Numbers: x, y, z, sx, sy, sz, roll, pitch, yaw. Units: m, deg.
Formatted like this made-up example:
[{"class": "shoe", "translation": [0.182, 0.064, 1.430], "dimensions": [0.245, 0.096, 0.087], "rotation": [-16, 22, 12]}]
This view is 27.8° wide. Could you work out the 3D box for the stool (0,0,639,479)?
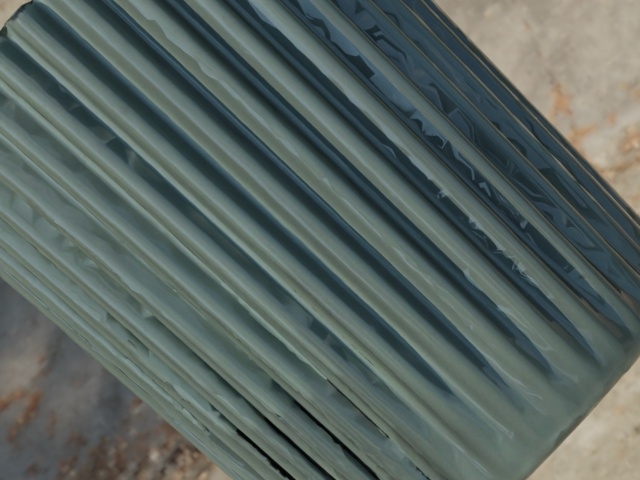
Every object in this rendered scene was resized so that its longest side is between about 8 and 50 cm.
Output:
[{"class": "stool", "translation": [0.000, 0.000, 0.733], "dimensions": [0.297, 0.330, 0.297], "rotation": [-44, -8, -8]}]
